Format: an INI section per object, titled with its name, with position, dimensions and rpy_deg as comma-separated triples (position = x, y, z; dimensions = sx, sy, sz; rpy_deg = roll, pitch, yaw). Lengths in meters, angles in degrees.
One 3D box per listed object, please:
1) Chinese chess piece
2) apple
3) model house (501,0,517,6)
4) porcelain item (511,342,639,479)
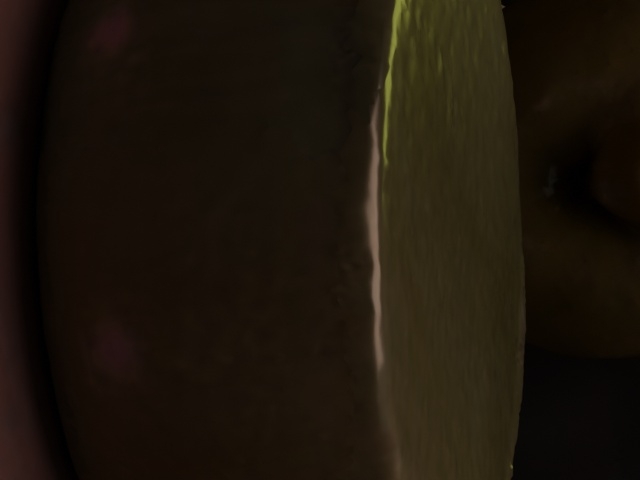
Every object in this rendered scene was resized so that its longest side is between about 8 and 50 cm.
[Chinese chess piece]
position = 0.000, 0.000, 0.592
dimensions = 0.250, 0.101, 0.250
rpy_deg = -2, 90, -73
[apple]
position = 0.129, -0.034, 0.895
dimensions = 0.200, 0.200, 0.200
rpy_deg = -2, 90, -73
[model house]
position = 0.148, -0.237, 1.065
dimensions = 0.214, 0.195, 0.189
rpy_deg = -33, 146, -54
[porcelain item]
position = 0.194, 0.094, 1.098
dimensions = 0.405, 0.178, 0.243
rpy_deg = -73, 155, -43
